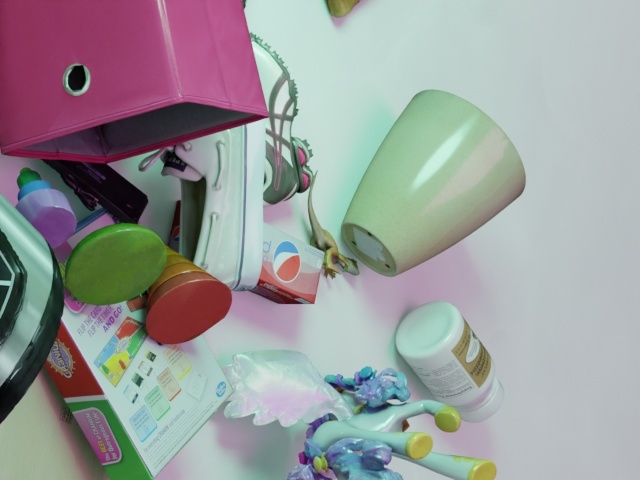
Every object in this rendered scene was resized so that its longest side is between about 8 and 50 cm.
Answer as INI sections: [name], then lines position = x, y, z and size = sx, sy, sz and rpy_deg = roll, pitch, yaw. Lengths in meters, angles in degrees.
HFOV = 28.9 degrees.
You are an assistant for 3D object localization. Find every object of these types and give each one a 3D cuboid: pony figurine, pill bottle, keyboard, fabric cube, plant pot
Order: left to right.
[keyboard]
position = -0.310, -0.081, 1.635
size = 0.180, 0.023, 0.108
rpy_deg = 38, 26, -14
[fabric cube]
position = -0.245, -0.252, 1.524
size = 0.259, 0.254, 0.258
rpy_deg = -3, 81, -70
[pony figurine]
position = 0.031, 0.311, 1.900
size = 0.351, 0.363, 0.303
rpy_deg = -12, 106, -34
[plant pot]
position = 0.168, -0.076, 2.134
size = 0.274, 0.256, 0.256
rpy_deg = -45, 123, -21
[pill bottle]
position = 0.244, 0.228, 2.268
size = 0.229, 0.131, 0.131
rpy_deg = 52, 52, -35

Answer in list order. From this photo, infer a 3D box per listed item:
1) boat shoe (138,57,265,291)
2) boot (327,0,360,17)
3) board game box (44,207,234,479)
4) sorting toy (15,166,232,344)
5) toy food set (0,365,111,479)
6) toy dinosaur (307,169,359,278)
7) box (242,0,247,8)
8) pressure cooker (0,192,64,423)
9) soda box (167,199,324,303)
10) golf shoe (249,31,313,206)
[boat shoe]
position = -0.171, -0.112, 1.719
size = 0.156, 0.136, 0.367
rpy_deg = -1, 93, -26
[boot]
position = 0.059, -0.559, 2.109
size = 0.264, 0.096, 0.280
rpy_deg = -52, 127, -38
[board game box]
position = -0.260, 0.129, 1.629
size = 0.317, 0.064, 0.242
rpy_deg = 62, 30, -9
[sorting toy]
position = -0.257, 0.005, 1.559
size = 0.365, 0.127, 0.126
rpy_deg = 38, 17, -50
[toy food set]
position = -0.359, 0.228, 1.603
size = 0.219, 0.092, 0.306
rpy_deg = 36, 53, -43
[toy dinosaur]
position = 0.000, 0.000, 2.057
size = 0.112, 0.064, 0.211
rpy_deg = -79, 151, -42
[box]
position = -0.185, -0.515, 1.738
size = 0.395, 0.097, 0.318
rpy_deg = 53, 51, -56
[pressure cooker]
position = -0.509, 0.017, 1.208
size = 0.375, 0.370, 0.420
rpy_deg = -36, 124, 3
[soda box]
position = -0.110, 0.019, 1.895
size = 0.263, 0.083, 0.092
rpy_deg = 27, 69, -47
[golf shoe]
position = -0.095, -0.182, 1.910
size = 0.120, 0.105, 0.273
rpy_deg = -32, 112, -38
